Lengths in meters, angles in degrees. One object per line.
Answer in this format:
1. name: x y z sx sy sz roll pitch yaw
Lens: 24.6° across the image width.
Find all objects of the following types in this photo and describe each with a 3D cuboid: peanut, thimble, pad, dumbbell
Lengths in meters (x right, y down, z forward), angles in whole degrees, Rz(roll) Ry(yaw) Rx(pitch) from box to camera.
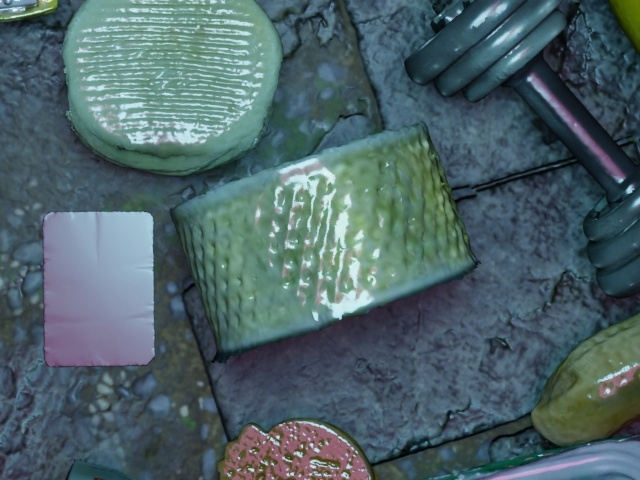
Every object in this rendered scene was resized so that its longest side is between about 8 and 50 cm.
1. peanut: 0.320 0.133 1.463 0.236 0.120 0.110 -32 64 3
2. thimble: 0.000 0.000 1.363 0.271 0.271 0.150 -20 90 -4
3. pad: -0.223 0.049 1.477 0.112 0.003 0.157 0 89 -4
4. dumbbell: 0.247 -0.111 1.423 0.179 0.179 0.406 -42 92 -3

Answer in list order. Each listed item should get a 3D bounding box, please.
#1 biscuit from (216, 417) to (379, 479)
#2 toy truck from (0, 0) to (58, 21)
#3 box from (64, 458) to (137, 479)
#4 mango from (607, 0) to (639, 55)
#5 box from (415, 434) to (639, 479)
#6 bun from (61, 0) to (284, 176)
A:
1. biscuit: -0.031 0.254 1.468 0.170 0.050 0.170 0 87 4
2. toy truck: -0.323 -0.352 1.419 0.136 0.111 0.285 -8 88 -14
3. box: -0.254 0.349 1.410 0.079 0.135 0.269 23 89 -7
4. mango: 0.427 -0.223 1.401 0.301 0.220 0.445 -22 84 -35
5. box: 0.246 0.374 1.426 0.264 0.106 0.336 -11 102 -3
6. bun: -0.141 -0.159 1.434 0.221 0.108 0.221 0 81 -2
